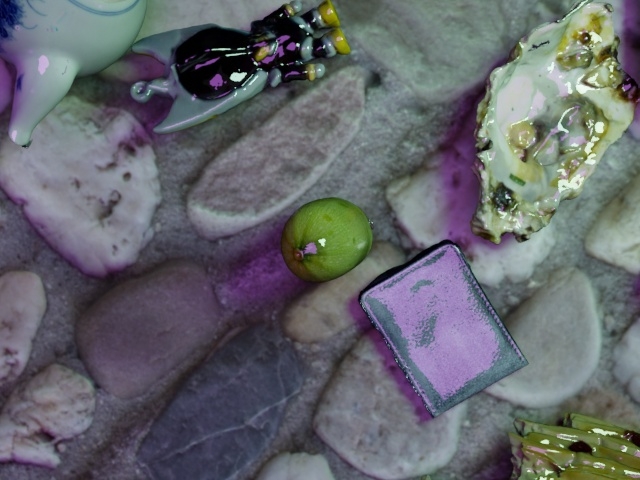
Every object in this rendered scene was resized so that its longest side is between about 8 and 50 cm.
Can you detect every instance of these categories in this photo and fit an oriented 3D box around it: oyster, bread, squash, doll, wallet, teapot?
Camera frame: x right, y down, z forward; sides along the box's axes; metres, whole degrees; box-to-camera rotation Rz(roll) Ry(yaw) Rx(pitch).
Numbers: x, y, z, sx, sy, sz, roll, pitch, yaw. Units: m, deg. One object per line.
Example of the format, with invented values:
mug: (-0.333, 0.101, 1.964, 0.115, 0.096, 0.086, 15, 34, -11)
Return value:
oyster: (0.299, -0.162, 1.184, 0.201, 0.107, 0.354, 38, 84, -17)
bread: (0.307, 0.400, 1.158, 0.370, 0.191, 0.314, 9, 94, 7)
squash: (0.000, 0.000, 1.178, 0.123, 0.186, 0.123, 1, 95, 13)
doll: (-0.120, -0.259, 1.217, 0.316, 0.103, 0.145, -19, 96, 2)
wallet: (0.175, 0.124, 1.237, 0.167, 0.036, 0.222, -33, 91, 7)
teapot: (-0.385, -0.341, 1.189, 0.280, 0.252, 0.424, -18, 68, 43)
